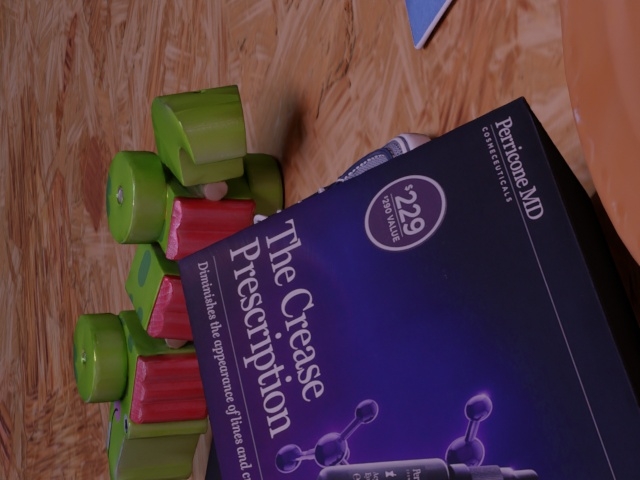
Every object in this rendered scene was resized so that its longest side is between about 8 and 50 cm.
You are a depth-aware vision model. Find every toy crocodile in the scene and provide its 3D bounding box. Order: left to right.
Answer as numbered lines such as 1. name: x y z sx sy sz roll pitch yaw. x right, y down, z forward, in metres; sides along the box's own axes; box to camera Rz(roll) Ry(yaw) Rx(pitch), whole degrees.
1. toy crocodile: -0.098 0.040 1.323 0.105 0.115 0.340 -120 37 -52

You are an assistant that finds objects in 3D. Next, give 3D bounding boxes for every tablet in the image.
1. tablet: 0.066 -0.152 1.064 0.083 0.006 0.054 125 141 -53

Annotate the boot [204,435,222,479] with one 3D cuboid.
1. boot: -0.058 0.197 1.146 0.367 0.146 0.445 46 137 46

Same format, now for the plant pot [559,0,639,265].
1. plant pot: 0.193 -0.075 0.464 0.291 0.203 0.291 -178 90 -69

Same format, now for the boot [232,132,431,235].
1. boot: 0.000 0.000 1.112 0.190 0.086 0.069 121 144 -52

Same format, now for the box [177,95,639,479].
1. box: 0.058 0.094 0.809 0.103 0.184 0.261 52 -162 -51
